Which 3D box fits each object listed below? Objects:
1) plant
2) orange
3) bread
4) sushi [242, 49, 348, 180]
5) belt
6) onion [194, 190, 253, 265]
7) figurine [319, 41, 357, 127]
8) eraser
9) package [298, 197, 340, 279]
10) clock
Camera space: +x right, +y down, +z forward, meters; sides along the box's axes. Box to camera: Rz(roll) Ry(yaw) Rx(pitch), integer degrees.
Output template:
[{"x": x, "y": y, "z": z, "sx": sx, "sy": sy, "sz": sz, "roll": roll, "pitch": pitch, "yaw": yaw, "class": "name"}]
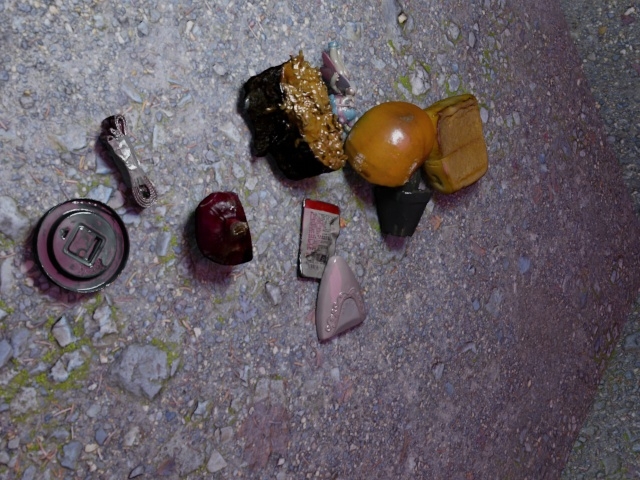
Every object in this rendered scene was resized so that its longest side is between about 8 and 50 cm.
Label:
[{"x": 0.270, "y": -0.140, "z": 2.178, "sx": 0.141, "sy": 0.164, "sz": 0.256, "roll": -9, "pitch": 109, "yaw": -39, "class": "plant"}, {"x": 0.223, "y": -0.313, "z": 2.089, "sx": 0.310, "sy": 0.274, "sz": 0.274, "roll": -47, "pitch": 122, "yaw": -3, "class": "orange"}, {"x": 0.466, "y": -0.342, "z": 2.382, "sx": 0.337, "sy": 0.148, "sz": 0.328, "roll": -33, "pitch": 114, "yaw": -41, "class": "bread"}, {"x": -0.072, "y": -0.324, "z": 1.836, "sx": 0.234, "sy": 0.207, "sz": 0.349, "roll": -52, "pitch": 124, "yaw": -40, "class": "sushi"}, {"x": -0.459, "y": -0.183, "z": 1.565, "sx": 0.071, "sy": 0.053, "sz": 0.232, "roll": -32, "pitch": 110, "yaw": -38, "class": "belt"}, {"x": -0.240, "y": -0.025, "z": 1.656, "sx": 0.139, "sy": 0.218, "sz": 0.195, "roll": -6, "pitch": 99, "yaw": -16, "class": "onion"}, {"x": 0.056, "y": -0.480, "z": 2.048, "sx": 0.205, "sy": 0.102, "sz": 0.260, "roll": -16, "pitch": 98, "yaw": -79, "class": "figurine"}, {"x": 0.064, "y": 0.166, "z": 2.022, "sx": 0.204, "sy": 0.059, "sz": 0.243, "roll": -20, "pitch": 111, "yaw": -41, "class": "eraser"}, {"x": 0.000, "y": 0.000, "z": 1.999, "sx": 0.154, "sy": 0.030, "sz": 0.239, "roll": 10, "pitch": 85, "yaw": -44, "class": "package"}, {"x": -0.539, "y": 0.010, "z": 1.488, "sx": 0.215, "sy": 0.042, "sz": 0.215, "roll": 2, "pitch": 87, "yaw": -43, "class": "clock"}]
